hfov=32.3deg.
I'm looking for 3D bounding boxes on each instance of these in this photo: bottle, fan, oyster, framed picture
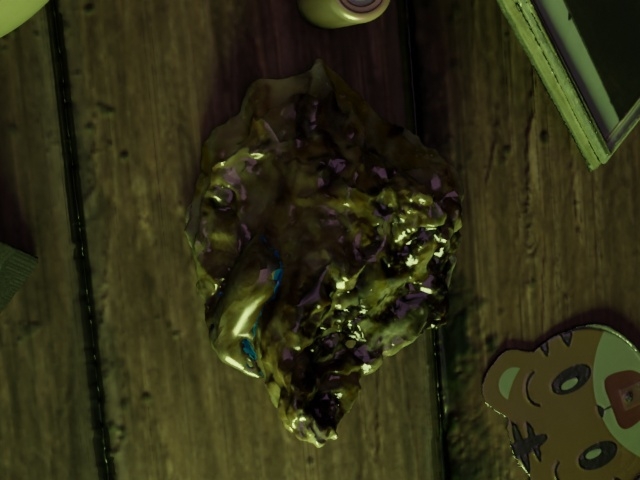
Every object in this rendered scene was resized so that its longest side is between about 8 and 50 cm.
[{"bbox_3d":[0.013,-0.165,0.739,0.045,0.096,0.045,-2,97,-15],"label":"bottle"},{"bbox_3d":[0.244,0.122,0.877,0.227,0.008,0.152,-23,100,-11],"label":"fan"},{"bbox_3d":[0.000,0.000,0.766,0.214,0.083,0.223,-44,98,-9],"label":"oyster"},{"bbox_3d":[0.215,-0.203,0.745,0.231,0.018,0.293,-52,141,-4],"label":"framed picture"}]

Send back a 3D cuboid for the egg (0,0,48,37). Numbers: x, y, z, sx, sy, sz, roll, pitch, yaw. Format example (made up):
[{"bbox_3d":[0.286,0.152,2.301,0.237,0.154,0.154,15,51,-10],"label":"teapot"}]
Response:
[{"bbox_3d":[-0.211,-0.222,0.627,0.188,0.188,0.253,37,85,-15],"label":"egg"}]

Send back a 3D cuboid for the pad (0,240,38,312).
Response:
[{"bbox_3d":[-0.267,0.083,0.681,0.003,0.143,0.211,35,87,18],"label":"pad"}]
